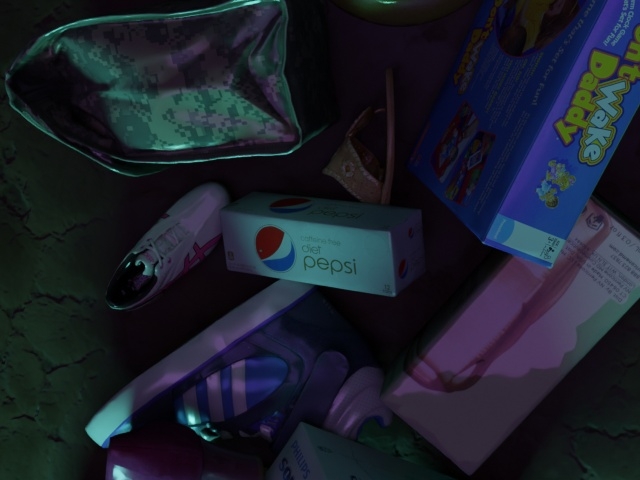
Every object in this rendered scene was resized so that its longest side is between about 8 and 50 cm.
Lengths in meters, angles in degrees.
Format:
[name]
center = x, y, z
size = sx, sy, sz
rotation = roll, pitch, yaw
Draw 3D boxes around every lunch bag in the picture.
[lunch bag]
center = -0.142, -0.158, 1.078
size = 0.287, 0.235, 0.169
rotation = -4, 100, 10

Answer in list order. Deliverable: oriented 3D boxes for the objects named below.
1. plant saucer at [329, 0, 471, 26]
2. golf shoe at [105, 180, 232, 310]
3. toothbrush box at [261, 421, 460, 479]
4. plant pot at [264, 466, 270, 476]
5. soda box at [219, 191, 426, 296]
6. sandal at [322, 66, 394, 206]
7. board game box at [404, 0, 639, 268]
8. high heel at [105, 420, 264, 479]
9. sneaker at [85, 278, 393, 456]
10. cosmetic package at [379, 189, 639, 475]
[plant saucer]
center = 0.083, -0.344, 1.108
size = 0.241, 0.037, 0.241
rotation = 2, 101, 8
[golf shoe]
center = -0.167, 0.012, 1.195
size = 0.067, 0.086, 0.186
rotation = 42, 103, 0
[toothbrush box]
center = 0.094, 0.333, 1.097
size = 0.295, 0.216, 0.126
rotation = 26, 105, -27
[plant pot]
center = -0.074, 0.387, 1.203
size = 0.205, 0.188, 0.205
rotation = 2, 102, 9
[soda box]
center = 0.000, 0.000, 1.128
size = 0.216, 0.069, 0.074
rotation = 7, 115, 32
[sandal]
center = 0.042, -0.062, 1.146
size = 0.079, 0.088, 0.240
rotation = -2, 106, 3
[board game box]
center = 0.219, -0.178, 1.015
size = 0.078, 0.233, 0.347
rotation = 20, 105, -21
[high heel]
center = -0.241, 0.297, 1.179
size = 0.181, 0.127, 0.377
rotation = 22, 131, -34
[sneaker]
center = -0.077, 0.207, 1.196
size = 0.323, 0.130, 0.236
rotation = -35, 90, 8
[cosmetic package]
center = 0.208, 0.079, 1.117
size = 0.129, 0.153, 0.296
rotation = 39, 103, 1
